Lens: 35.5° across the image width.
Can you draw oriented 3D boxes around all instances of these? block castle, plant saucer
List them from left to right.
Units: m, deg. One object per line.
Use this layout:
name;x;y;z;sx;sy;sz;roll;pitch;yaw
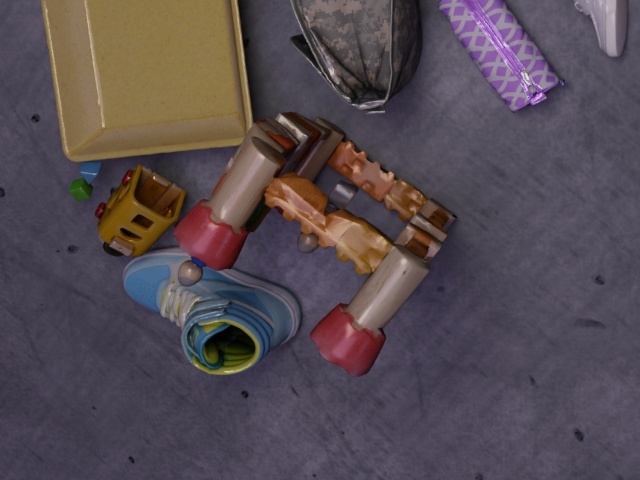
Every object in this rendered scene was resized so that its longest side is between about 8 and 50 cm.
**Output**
plant saucer;-0.259;-0.302;1.553;0.333;0.081;0.332;-4;98;20
block castle;0.000;0.000;1.377;0.303;0.453;0.213;37;106;3

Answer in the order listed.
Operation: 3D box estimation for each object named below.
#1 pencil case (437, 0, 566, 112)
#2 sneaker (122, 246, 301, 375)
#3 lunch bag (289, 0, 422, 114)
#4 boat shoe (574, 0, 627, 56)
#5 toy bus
pencil case;0.249;-0.274;1.404;0.086;0.088;0.206;-37;92;22
sneaker;-0.207;0.113;1.611;0.319;0.208;0.127;14;112;14
lunch bag;0.050;-0.323;1.373;0.169;0.235;0.287;-9;103;15
boat shoe;0.375;-0.339;1.357;0.063;0.066;0.184;-2;109;33
toy bus;-0.308;-0.027;1.622;0.191;0.104;0.202;-2;136;12
